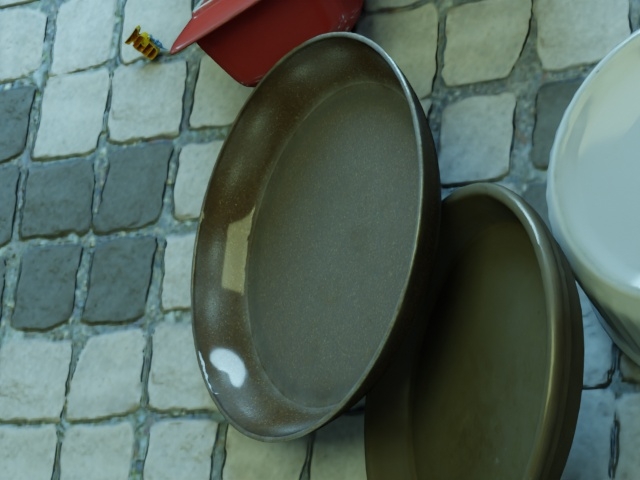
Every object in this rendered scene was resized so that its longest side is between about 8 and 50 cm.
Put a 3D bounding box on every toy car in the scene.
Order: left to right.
[{"bbox_3d":[-0.116,-0.211,1.677,0.040,0.060,0.122,40,118,-4],"label":"toy car"}]

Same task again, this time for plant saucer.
[{"bbox_3d":[0.000,0.000,1.429,0.310,0.050,0.311,-28,55,51],"label":"plant saucer"},{"bbox_3d":[0.104,0.099,1.304,0.278,0.041,0.278,-169,90,-68],"label":"plant saucer"}]

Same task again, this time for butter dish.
[{"bbox_3d":[-0.022,-0.176,1.544,0.160,0.118,0.160,-31,16,20],"label":"butter dish"}]

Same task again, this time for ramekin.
[{"bbox_3d":[0.275,-0.037,1.272,0.273,0.127,0.273,-14,62,28],"label":"ramekin"}]
